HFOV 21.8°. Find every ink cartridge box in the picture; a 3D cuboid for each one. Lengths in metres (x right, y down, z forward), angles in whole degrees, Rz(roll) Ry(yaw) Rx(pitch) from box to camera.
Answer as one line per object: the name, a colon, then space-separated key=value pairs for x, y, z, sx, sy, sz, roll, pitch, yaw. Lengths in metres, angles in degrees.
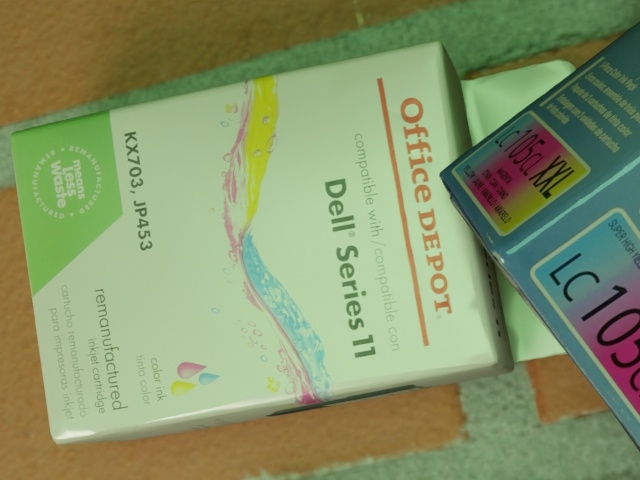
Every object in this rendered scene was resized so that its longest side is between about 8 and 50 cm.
ink cartridge box: x=0.000 y=0.000 z=1.051 sx=0.354 sy=0.119 sz=0.207 roll=-12 pitch=81 yaw=10
ink cartridge box: x=0.305 y=-0.040 z=0.920 sx=0.395 sy=0.151 sz=0.270 roll=-38 pitch=113 yaw=4
